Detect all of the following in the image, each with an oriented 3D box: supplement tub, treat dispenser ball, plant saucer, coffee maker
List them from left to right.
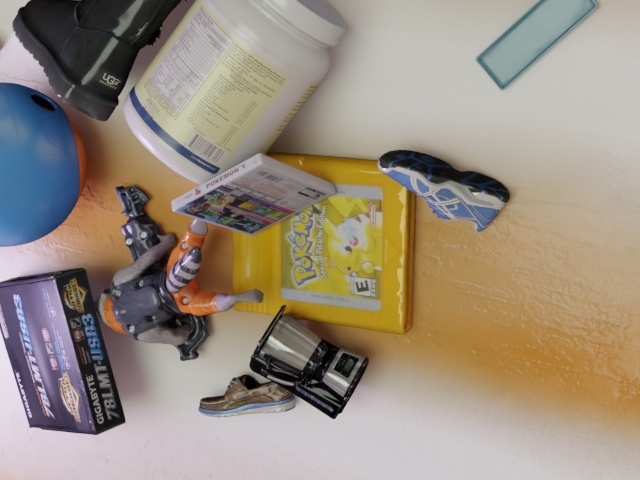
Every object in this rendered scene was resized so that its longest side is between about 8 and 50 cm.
[{"bbox_3d":[-0.557,-0.133,2.011,0.288,0.288,0.288,6,104,23],"label":"treat dispenser ball"},{"bbox_3d":[-0.132,-0.267,1.808,0.235,0.235,0.325,43,108,10],"label":"supplement tub"},{"bbox_3d":[-0.019,0.210,1.939,0.178,0.171,0.120,31,79,4],"label":"coffee maker"},{"bbox_3d":[0.324,-0.312,1.723,0.192,0.018,0.067,-42,83,25],"label":"plant saucer"}]

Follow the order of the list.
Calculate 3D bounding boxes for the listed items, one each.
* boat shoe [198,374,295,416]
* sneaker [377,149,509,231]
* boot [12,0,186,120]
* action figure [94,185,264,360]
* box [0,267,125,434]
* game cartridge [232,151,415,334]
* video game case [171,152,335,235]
[{"bbox_3d":[-0.134,0.274,2.043,0.183,0.066,0.066,-7,94,16],"label":"boat shoe"},{"bbox_3d":[0.184,-0.076,1.784,0.211,0.080,0.081,22,120,-2],"label":"sneaker"},{"bbox_3d":[-0.309,-0.460,1.886,0.445,0.146,0.367,-55,44,14],"label":"boot"},{"bbox_3d":[-0.284,0.043,1.987,0.330,0.178,0.341,-32,84,32],"label":"action figure"},{"bbox_3d":[-0.492,0.206,2.119,0.293,0.073,0.296,-7,99,50],"label":"box"},{"bbox_3d":[0.000,0.000,1.923,0.323,0.052,0.285,6,104,22],"label":"game cartridge"},{"bbox_3d":[-0.104,-0.070,1.827,0.183,0.201,0.023,-26,66,28],"label":"video game case"}]
